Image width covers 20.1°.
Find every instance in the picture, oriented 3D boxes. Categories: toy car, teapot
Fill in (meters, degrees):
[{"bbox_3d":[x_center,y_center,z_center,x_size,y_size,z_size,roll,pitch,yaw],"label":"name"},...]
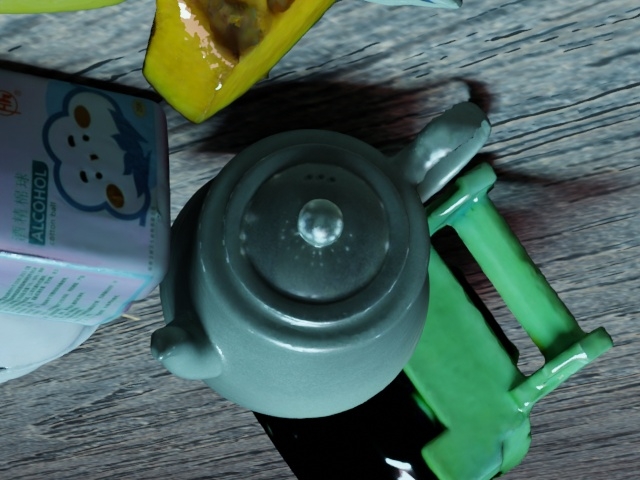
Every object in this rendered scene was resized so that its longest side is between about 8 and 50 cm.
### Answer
[{"bbox_3d":[0.048,0.096,1.233,0.176,0.213,0.359,-33,170,-15],"label":"toy car"},{"bbox_3d":[0.000,0.000,1.008,0.239,0.162,0.149,-35,170,-14],"label":"teapot"}]

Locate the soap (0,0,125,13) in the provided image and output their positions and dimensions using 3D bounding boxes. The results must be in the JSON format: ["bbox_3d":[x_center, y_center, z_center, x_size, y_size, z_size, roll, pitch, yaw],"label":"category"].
[{"bbox_3d":[-0.138,-0.132,0.805,0.140,0.045,0.089,-1,156,-1],"label":"soap"}]

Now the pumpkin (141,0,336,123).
[{"bbox_3d":[-0.008,-0.175,0.663,0.130,0.149,0.254,41,144,1],"label":"pumpkin"}]

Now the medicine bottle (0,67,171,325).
[{"bbox_3d":[-0.182,-0.027,0.978,0.188,0.119,0.094,10,154,-28],"label":"medicine bottle"}]

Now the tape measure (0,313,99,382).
[{"bbox_3d":[-0.260,0.029,1.125,0.197,0.120,0.236,-26,144,38],"label":"tape measure"}]

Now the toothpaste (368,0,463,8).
[{"bbox_3d":[0.003,-0.143,0.804,0.057,0.035,0.197,6,167,29],"label":"toothpaste"}]
